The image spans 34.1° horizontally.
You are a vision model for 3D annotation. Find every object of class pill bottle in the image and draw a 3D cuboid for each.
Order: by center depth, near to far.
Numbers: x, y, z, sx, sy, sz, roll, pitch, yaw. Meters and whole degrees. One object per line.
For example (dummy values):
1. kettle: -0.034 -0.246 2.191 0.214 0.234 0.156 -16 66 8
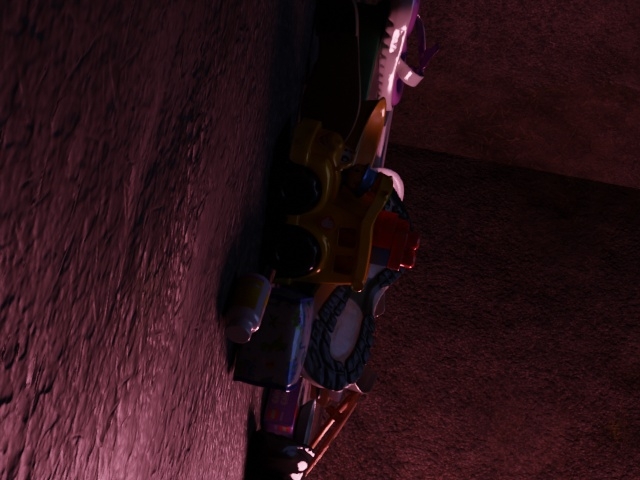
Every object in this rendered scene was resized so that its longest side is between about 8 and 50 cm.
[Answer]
1. pill bottle: -0.088 0.081 1.239 0.043 0.043 0.083 96 7 -45

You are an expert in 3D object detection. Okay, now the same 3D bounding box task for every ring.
1. ring: -0.008 0.447 2.344 0.336 0.032 0.336 -52 179 -2

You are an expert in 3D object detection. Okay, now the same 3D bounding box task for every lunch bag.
1. lunch bag: -0.056 0.130 1.420 0.151 0.096 0.128 3 98 -75

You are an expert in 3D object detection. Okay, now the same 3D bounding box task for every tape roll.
1. tape roll: 0.064 -0.283 1.965 0.321 0.077 0.321 11 90 -86

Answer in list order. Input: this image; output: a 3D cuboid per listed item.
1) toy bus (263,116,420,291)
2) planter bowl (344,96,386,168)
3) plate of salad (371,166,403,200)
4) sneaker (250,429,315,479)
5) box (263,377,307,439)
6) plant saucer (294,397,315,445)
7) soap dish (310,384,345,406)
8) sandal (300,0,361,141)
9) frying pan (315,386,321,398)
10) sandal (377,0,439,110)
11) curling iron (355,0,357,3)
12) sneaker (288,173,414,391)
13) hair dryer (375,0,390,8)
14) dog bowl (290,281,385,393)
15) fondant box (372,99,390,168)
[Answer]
1. toy bus: 0.038 -0.041 1.450 0.149 0.211 0.220 -67 166 -60
2. planter bowl: 0.033 -0.150 1.757 0.217 0.090 0.217 19 90 -80
3. plate of salad: 0.111 -0.078 2.407 0.048 0.200 0.199 52 -35 44
4. sneaker: -0.077 0.424 1.823 0.286 0.109 0.130 89 19 -59
5. box: -0.061 0.320 1.992 0.293 0.057 0.201 94 7 -55
6. plant saucer: -0.031 0.346 1.917 0.119 0.021 0.119 12 90 -85
7. soap dish: 0.022 0.202 2.325 0.229 0.118 0.290 -40 140 -82
8. sandal: 0.026 -0.248 1.547 0.079 0.088 0.240 -42 139 -72
9. frying pan: -0.003 0.135 2.119 0.197 0.053 0.326 -58 152 -79
10. sandal: 0.167 -0.353 1.941 0.416 0.102 0.169 84 18 -74
11. curling iron: 0.043 -0.388 1.729 0.068 0.035 0.274 -77 177 -72
12. sneaker: 0.010 0.054 1.651 0.158 0.182 0.410 52 48 -30
13. hair dryer: 0.120 -0.368 2.194 0.223 0.080 0.293 -101 -166 -60
14. dog bowl: 0.035 0.105 1.906 0.349 0.102 0.348 -2 90 -76
15. fondant box: 0.105 -0.201 2.513 0.238 0.096 0.330 -72 171 -54
